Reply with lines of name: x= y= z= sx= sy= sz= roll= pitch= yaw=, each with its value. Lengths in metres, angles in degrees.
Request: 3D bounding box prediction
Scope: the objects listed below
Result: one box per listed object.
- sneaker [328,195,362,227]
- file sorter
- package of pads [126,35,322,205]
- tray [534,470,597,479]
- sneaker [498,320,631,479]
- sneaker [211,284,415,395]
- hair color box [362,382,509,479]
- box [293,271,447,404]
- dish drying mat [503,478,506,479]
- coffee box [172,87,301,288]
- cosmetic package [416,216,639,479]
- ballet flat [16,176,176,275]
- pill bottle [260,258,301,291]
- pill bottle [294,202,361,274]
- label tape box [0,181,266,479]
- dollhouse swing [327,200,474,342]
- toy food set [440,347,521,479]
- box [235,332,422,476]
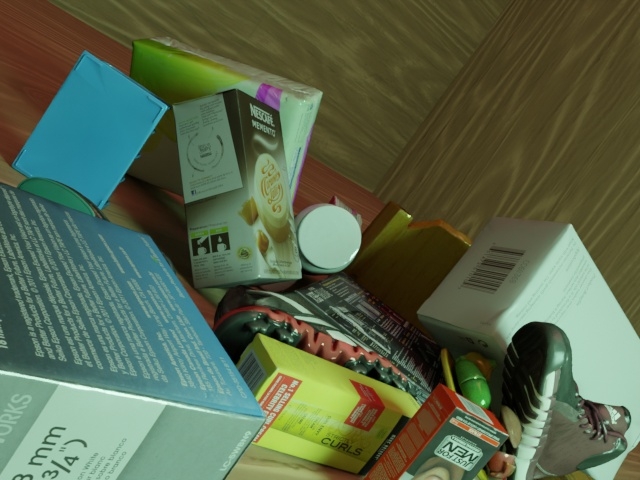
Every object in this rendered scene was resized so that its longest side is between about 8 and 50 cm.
sneaker: x=0.056 y=-0.048 z=1.859 sx=0.111 sy=0.103 sz=0.252 roll=34 pitch=10 yaw=0
file sorter: x=-0.287 y=-0.137 z=0.938 sx=0.118 sy=0.170 sz=0.104 roll=34 pitch=7 yaw=-9
package of pads: x=-0.166 y=-0.168 z=1.147 sx=0.297 sy=0.229 sz=0.101 roll=22 pitch=28 yaw=12
tray: x=0.416 y=0.436 z=0.872 sx=0.203 sy=0.076 sz=0.411 roll=32 pitch=9 yaw=-18
sneaker: x=0.318 y=0.201 z=0.912 sx=0.163 sy=0.281 sz=0.106 roll=-4 pitch=42 yaw=-3
sneaker: x=-0.007 y=0.129 z=0.820 sx=0.276 sy=0.097 sz=0.135 roll=29 pitch=14 yaw=-26
hair color box: x=0.100 y=0.210 z=0.674 sx=0.072 sy=0.141 sz=0.043 roll=31 pitch=11 yaw=-23
box: x=0.076 y=0.155 z=1.042 sx=0.242 sy=0.076 sz=0.307 roll=37 pitch=10 yaw=9
dish drying mat: x=0.267 y=0.330 z=1.057 sx=0.032 sy=0.008 sz=0.083 roll=39 pitch=10 yaw=15
coffee box: x=-0.110 y=-0.063 z=0.978 sx=0.141 sy=0.098 sz=0.246 roll=8 pitch=72 yaw=-69
cosmetic package: x=0.345 y=0.171 z=1.090 sx=0.156 sy=0.217 sz=0.385 roll=11 pitch=-36 yaw=55
ballet flat: x=-0.234 y=0.007 z=0.759 sx=0.203 sy=0.074 sz=0.074 roll=31 pitch=9 yaw=13
pill bottle: x=-0.083 y=0.019 z=1.146 sx=0.078 sy=0.078 sz=0.137 roll=31 pitch=11 yaw=-26
pill bottle: x=0.000 y=0.000 z=1.237 sx=0.121 sy=0.121 sz=0.221 roll=35 pitch=-7 yaw=-4
label tape box: x=-0.227 y=0.045 z=0.458 sx=0.334 sy=0.105 sz=0.240 roll=25 pitch=14 yaw=-44
dollhouse swing: x=0.227 y=0.064 z=1.432 sx=0.347 sy=0.315 sz=0.305 roll=34 pitch=30 yaw=-8
toy food set: x=0.210 y=0.221 z=0.901 sx=0.217 sy=0.071 sz=0.128 roll=-95 pitch=160 yaw=-48
box: x=0.011 y=0.172 z=0.721 sx=0.232 sy=0.087 sz=0.058 roll=30 pitch=12 yaw=-36
